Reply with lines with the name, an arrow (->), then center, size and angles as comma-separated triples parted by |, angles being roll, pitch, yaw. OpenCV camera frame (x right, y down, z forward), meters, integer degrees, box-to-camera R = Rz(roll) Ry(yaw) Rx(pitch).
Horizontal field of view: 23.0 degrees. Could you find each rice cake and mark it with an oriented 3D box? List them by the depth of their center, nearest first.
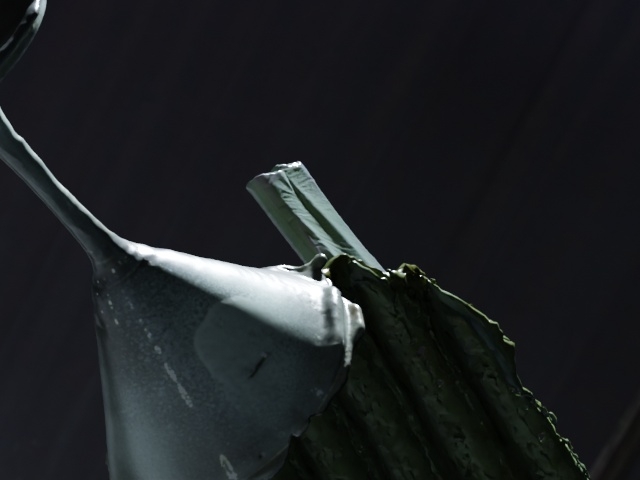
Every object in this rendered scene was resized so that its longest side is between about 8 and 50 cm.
rice cake -> 0.000, -0.001, 1.752 | 0.080, 0.042, 0.221 | -13, 55, -40

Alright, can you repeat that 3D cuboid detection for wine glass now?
wine glass -> -0.103, 0.000, 0.711 | 0.232, 0.156, 0.156 | 51, -3, -31

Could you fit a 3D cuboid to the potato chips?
potato chips -> 0.039, 0.225, 1.238 | 0.429, 0.358, 0.070 | 59, -16, -19
